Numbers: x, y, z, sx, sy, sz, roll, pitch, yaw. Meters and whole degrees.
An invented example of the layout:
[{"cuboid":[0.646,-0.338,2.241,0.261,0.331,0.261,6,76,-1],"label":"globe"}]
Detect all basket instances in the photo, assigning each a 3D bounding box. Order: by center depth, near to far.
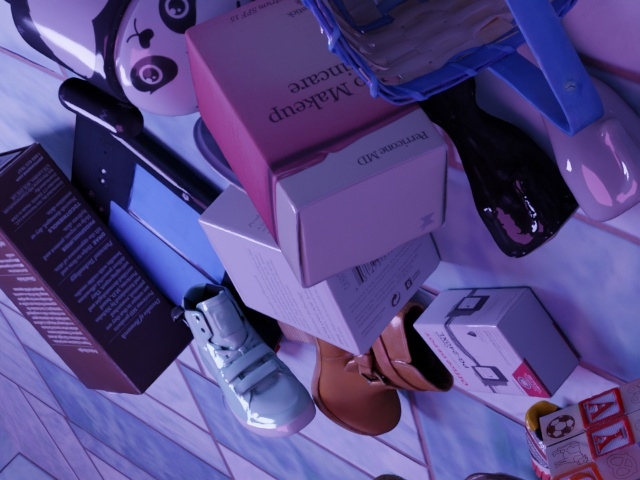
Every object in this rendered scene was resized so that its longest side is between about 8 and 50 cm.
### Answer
[{"cuboid":[0.072,-0.215,0.882,0.255,0.201,0.289,58,-178,-32],"label":"basket"}]

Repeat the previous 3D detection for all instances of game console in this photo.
[{"cuboid":[-0.196,0.005,1.845,0.386,0.060,0.342,38,155,8],"label":"game console"}]

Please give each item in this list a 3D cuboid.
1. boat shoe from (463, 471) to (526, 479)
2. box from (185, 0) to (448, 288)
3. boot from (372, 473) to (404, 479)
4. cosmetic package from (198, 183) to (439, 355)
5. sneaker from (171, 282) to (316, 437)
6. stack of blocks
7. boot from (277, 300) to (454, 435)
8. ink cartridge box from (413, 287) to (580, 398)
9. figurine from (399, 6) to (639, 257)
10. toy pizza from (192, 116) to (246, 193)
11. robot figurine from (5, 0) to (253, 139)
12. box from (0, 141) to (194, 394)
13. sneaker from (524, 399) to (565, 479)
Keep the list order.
[{"cuboid":[0.310,0.388,1.671,0.324,0.123,0.116,37,-170,-7],"label":"boat shoe"},{"cuboid":[-0.005,-0.100,1.185,0.232,0.149,0.127,58,165,31],"label":"box"},{"cuboid":[0.171,0.457,2.006,0.213,0.077,0.165,27,151,41],"label":"boot"},{"cuboid":[0.000,0.000,1.433,0.184,0.151,0.151,21,148,41],"label":"cosmetic package"},{"cuboid":[-0.108,0.152,1.746,0.256,0.094,0.151,36,155,48],"label":"sneaker"},{"cuboid":[0.357,0.270,1.303,0.171,0.087,0.297,-26,119,16],"label":"stack of blocks"},{"cuboid":[0.086,0.157,1.644,0.220,0.109,0.283,6,133,44],"label":"boot"},{"cuboid":[0.188,0.110,1.436,0.109,0.063,0.150,51,154,-18],"label":"ink cartridge box"},{"cuboid":[0.165,-0.104,1.108,0.209,0.092,0.215,50,154,-5],"label":"figurine"},{"cuboid":[-0.033,-0.076,1.323,0.201,0.201,0.032,33,122,20],"label":"toy pizza"},{"cuboid":[-0.196,-0.234,1.319,0.278,0.173,0.209,31,153,25],"label":"robot figurine"},{"cuboid":[-0.377,0.047,1.951,0.191,0.143,0.381,-4,126,56],"label":"box"},{"cuboid":[0.307,0.234,1.433,0.225,0.088,0.092,9,134,47],"label":"sneaker"}]
